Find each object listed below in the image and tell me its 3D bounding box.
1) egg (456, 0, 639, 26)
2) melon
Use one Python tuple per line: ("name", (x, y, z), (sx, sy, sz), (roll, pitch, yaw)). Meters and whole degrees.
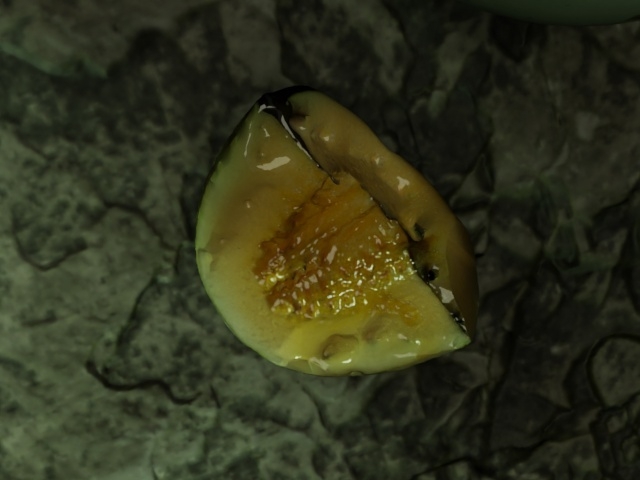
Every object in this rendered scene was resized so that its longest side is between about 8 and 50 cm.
("egg", (0.088, -0.193, 0.361), (0.264, 0.183, 0.183), (15, 99, -3))
("melon", (0.000, 0.000, 0.450), (0.128, 0.079, 0.160), (-37, 104, 20))
